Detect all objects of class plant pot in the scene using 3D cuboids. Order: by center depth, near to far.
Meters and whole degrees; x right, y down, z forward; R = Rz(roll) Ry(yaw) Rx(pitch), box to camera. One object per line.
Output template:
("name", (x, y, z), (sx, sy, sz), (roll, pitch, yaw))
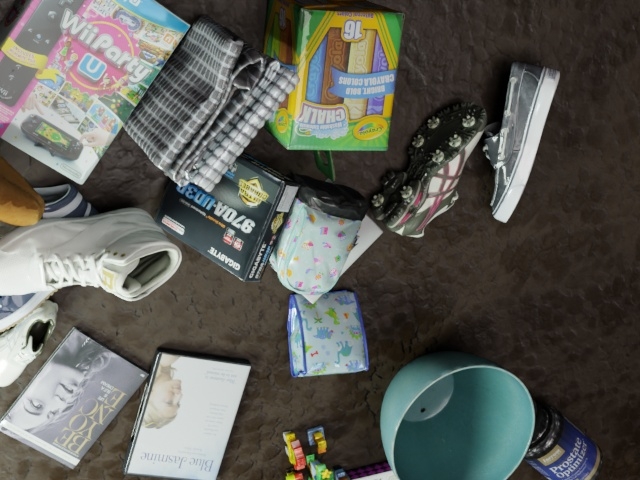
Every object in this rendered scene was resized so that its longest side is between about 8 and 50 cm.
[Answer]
("plant pot", (0.230, 0.325, 2.154), (0.290, 0.195, 0.290), (-8, 113, -19))

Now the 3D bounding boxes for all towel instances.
("towel", (-0.183, -0.215, 1.731), (0.121, 0.284, 0.235), (38, 93, -28))

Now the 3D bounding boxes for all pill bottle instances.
("pill bottle", (0.467, 0.412, 2.322), (0.219, 0.123, 0.123), (40, 93, -27))

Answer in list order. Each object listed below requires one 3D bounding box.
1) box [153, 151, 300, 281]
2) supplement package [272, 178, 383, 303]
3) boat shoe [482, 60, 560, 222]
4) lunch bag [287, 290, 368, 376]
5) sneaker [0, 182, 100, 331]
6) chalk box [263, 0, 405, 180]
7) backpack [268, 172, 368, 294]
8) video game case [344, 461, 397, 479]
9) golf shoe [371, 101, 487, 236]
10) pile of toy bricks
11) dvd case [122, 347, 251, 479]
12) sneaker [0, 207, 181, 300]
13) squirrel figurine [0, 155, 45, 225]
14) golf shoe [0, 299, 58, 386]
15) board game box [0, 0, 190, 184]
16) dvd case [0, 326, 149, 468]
("box", (-0.155, -0.059, 1.846), (0.051, 0.220, 0.175), (5, 112, -56))
("supplement package", (0.000, 0.000, 1.988), (0.179, 0.105, 0.105), (-45, 117, 1))
("boat shoe", (0.342, -0.178, 2.060), (0.102, 0.108, 0.301), (16, 120, 7))
("lunch bag", (0.010, 0.169, 2.068), (0.129, 0.096, 0.151), (-2, 82, -21))
("sneaker", (-0.476, 0.022, 1.814), (0.282, 0.099, 0.153), (-37, 124, -12))
("chalk box", (0.007, -0.245, 1.852), (0.179, 0.180, 0.289), (0, 109, -22))
("backpack", (-0.014, -0.004, 1.858), (0.152, 0.115, 0.182), (16, 109, -22))
("video game case", (0.164, 0.538, 2.301), (0.232, 0.042, 0.210), (-10, 114, -17))
("golf shoe", (0.209, -0.126, 2.037), (0.273, 0.105, 0.120), (-50, 135, 9))
("pile of toy bricks", (0.000, 0.461, 2.170), (0.118, 0.105, 0.212), (-15, 115, -15))
("dvd case", (-0.244, 0.322, 2.068), (0.180, 0.022, 0.253), (11, 106, -25))
("sneaker", (-0.360, 0.034, 1.728), (0.292, 0.169, 0.108), (-19, 121, -25))
("squirrel figurine", (-0.680, -0.023, 1.651), (0.397, 0.281, 0.370), (46, 119, 6))
("golf shoe", (-0.494, 0.176, 1.878), (0.069, 0.086, 0.176), (26, 101, -29))
("board game box", (-0.381, -0.274, 1.738), (0.224, 0.097, 0.303), (32, 95, -29))
("dvd case", (-0.430, 0.277, 1.980), (0.164, 0.018, 0.221), (37, 94, -29))
